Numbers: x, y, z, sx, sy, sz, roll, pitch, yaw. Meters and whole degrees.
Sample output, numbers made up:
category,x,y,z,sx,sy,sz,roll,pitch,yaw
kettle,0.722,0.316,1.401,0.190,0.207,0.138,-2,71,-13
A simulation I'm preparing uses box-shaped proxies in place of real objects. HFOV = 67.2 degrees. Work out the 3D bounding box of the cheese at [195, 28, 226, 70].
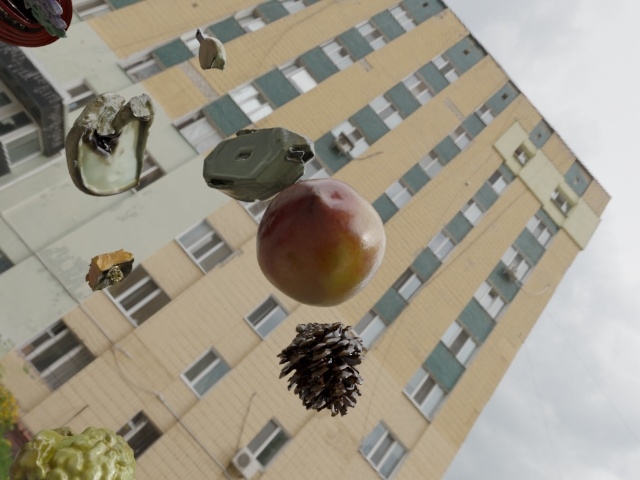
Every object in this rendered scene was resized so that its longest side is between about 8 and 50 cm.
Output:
category,x,y,z,sx,sy,sz,roll,pitch,yaw
cheese,-0.327,-0.547,1.397,0.171,0.047,0.092,43,-55,37

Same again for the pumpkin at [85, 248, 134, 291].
category,x,y,z,sx,sy,sz,roll,pitch,yaw
pumpkin,-0.398,0.058,0.915,0.054,0.074,0.083,51,-48,14

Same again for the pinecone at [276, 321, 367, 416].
category,x,y,z,sx,sy,sz,roll,pitch,yaw
pinecone,0.008,0.222,0.841,0.173,0.173,0.173,30,-37,27

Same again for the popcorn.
category,x,y,z,sx,sy,sz,roll,pitch,yaw
popcorn,-0.454,0.430,0.863,0.237,0.206,0.251,1,-44,38

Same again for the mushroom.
category,x,y,z,sx,sy,sz,roll,pitch,yaw
mushroom,-0.575,-0.265,1.250,0.212,0.217,0.292,55,-46,9

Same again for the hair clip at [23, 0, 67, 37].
category,x,y,z,sx,sy,sz,roll,pitch,yaw
hair clip,-0.533,-0.469,0.923,0.124,0.052,0.195,48,-25,-4

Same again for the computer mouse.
category,x,y,z,sx,sy,sz,roll,pitch,yaw
computer mouse,-0.189,-0.223,1.494,0.429,0.228,0.145,4,-30,38

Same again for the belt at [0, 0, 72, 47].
category,x,y,z,sx,sy,sz,roll,pitch,yaw
belt,-0.671,-0.570,1.019,0.324,0.227,0.115,90,-24,-68

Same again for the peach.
category,x,y,z,sx,sy,sz,roll,pitch,yaw
peach,0.000,0.000,1.138,0.308,0.308,0.332,35,-32,21
